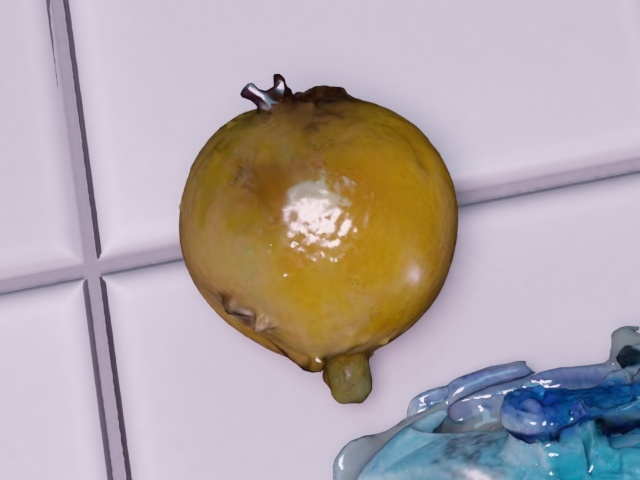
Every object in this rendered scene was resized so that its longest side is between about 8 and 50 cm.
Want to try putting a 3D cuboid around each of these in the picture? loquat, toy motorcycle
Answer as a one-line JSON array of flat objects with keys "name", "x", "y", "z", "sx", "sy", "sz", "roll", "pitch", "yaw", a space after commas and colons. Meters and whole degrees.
[{"name": "loquat", "x": 0.000, "y": 0.000, "z": 1.124, "sx": 0.172, "sy": 0.149, "sz": 0.205, "roll": -8, "pitch": 89, "yaw": 4}, {"name": "toy motorcycle", "x": 0.130, "y": 0.139, "z": 1.055, "sx": 0.260, "sy": 0.206, "sz": 0.154, "roll": -11, "pitch": 116, "yaw": 3}]
